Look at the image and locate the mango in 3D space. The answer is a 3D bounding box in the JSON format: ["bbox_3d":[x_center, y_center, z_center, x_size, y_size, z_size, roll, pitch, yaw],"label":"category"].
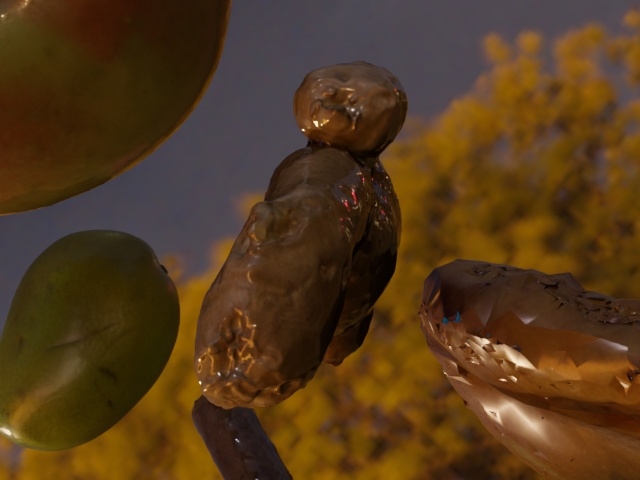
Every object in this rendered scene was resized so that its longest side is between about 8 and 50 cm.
[{"bbox_3d":[-0.161,0.071,1.362,0.089,0.117,0.163,92,-166,-74],"label":"mango"}]

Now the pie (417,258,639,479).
[{"bbox_3d":[0.158,0.088,0.995,0.069,0.273,0.273,-59,-14,-13],"label":"pie"}]

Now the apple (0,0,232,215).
[{"bbox_3d":[-0.201,-0.175,1.170,0.319,0.319,0.277,-52,7,4],"label":"apple"}]

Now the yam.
[{"bbox_3d":[0.004,0.194,1.004,0.045,0.327,0.045,-9,-49,-23],"label":"yam"}]

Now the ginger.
[{"bbox_3d":[-0.003,0.011,0.795,0.214,0.059,0.133,-69,-10,-50],"label":"ginger"}]
